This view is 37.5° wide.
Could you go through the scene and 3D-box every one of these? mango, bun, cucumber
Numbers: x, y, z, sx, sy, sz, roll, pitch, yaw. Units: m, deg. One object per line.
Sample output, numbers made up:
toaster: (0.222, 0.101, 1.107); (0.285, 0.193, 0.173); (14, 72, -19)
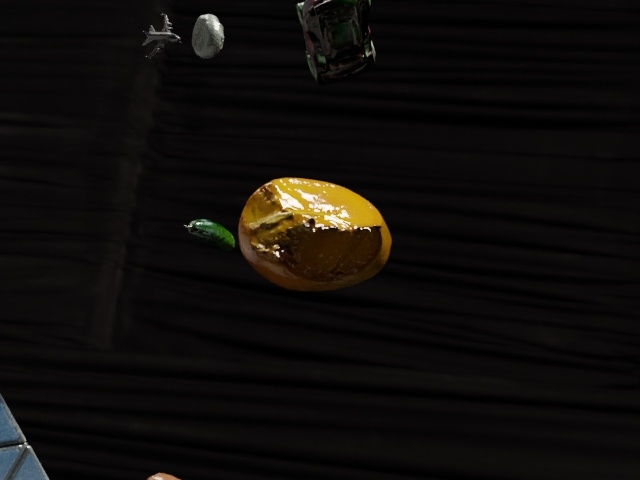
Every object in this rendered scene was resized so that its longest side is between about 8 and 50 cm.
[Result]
mango: (0.000, 0.000, 1.222); (0.252, 0.154, 0.126); (17, 35, -51)
bun: (-0.198, -0.364, 1.688); (0.045, 0.083, 0.083); (0, 96, -33)
cucumber: (-0.178, -0.011, 1.580); (0.168, 0.039, 0.039); (33, 63, -65)

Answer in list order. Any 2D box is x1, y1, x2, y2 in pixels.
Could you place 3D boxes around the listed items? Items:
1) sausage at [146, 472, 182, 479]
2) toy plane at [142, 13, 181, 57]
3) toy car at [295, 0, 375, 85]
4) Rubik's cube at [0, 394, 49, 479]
sausage: (-0.103, 0.292, 0.920); (0.043, 0.186, 0.043); (-42, 156, -24)
toy plane: (-0.258, -0.334, 1.550); (0.031, 0.083, 0.078); (26, 81, -56)
toy car: (0.020, -0.193, 0.918); (0.142, 0.069, 0.055); (75, -3, -66)
Rubik's cube: (-0.507, 0.370, 1.356); (0.228, 0.233, 0.228); (68, 3, -70)
